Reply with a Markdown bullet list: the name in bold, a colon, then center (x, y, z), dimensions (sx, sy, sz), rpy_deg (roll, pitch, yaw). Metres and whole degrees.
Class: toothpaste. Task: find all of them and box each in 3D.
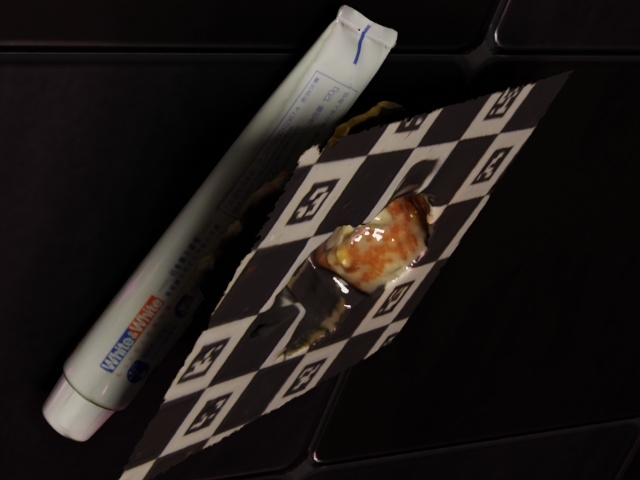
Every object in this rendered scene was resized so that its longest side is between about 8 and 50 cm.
- **toothpaste**: center (-0.043, -0.005, 0.760), dimensions (0.218, 0.033, 0.052), rpy_deg (-52, 152, 11)

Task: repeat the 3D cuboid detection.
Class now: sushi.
- **sushi**: center (0.000, 0.000, 0.763), dimensions (0.210, 0.040, 0.193), rpy_deg (-23, 150, -52)
